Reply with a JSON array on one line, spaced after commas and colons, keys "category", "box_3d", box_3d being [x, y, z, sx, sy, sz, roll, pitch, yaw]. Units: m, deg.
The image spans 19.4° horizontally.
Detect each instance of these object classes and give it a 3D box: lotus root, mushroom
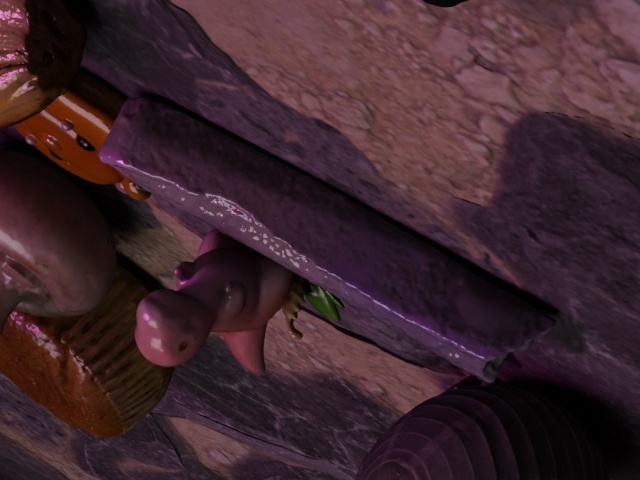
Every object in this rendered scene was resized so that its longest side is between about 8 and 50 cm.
[{"category": "lotus root", "box_3d": [-0.242, -0.167, 1.479, 0.135, 0.095, 0.159, 4, 105, 43]}, {"category": "mushroom", "box_3d": [-0.315, 0.007, 1.820, 0.206, 0.209, 0.206, 48, 154, 33]}]

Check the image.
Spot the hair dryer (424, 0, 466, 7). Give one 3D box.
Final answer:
[{"category": "hair dryer", "box_3d": [-0.028, -0.273, 0.969, 0.359, 0.120, 0.304, 40, 175, 10]}]

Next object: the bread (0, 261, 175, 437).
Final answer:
[{"category": "bread", "box_3d": [-0.267, 0.100, 2.024, 0.227, 0.142, 0.253, 35, 162, 15]}]

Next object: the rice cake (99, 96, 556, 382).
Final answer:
[{"category": "rice cake", "box_3d": [0.000, 0.000, 1.517, 0.399, 0.070, 0.064, 29, 163, 11]}]

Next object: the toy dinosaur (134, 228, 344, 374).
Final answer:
[{"category": "toy dinosaur", "box_3d": [-0.070, 0.058, 1.593, 0.152, 0.177, 0.194, 27, 160, 17]}]

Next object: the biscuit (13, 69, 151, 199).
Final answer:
[{"category": "biscuit", "box_3d": [-0.209, -0.089, 1.642, 0.170, 0.050, 0.170, 29, 160, 12]}]

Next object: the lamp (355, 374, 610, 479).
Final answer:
[{"category": "lamp", "box_3d": [0.139, 0.247, 1.634, 0.233, 0.265, 0.233, 26, -160, -10]}]
